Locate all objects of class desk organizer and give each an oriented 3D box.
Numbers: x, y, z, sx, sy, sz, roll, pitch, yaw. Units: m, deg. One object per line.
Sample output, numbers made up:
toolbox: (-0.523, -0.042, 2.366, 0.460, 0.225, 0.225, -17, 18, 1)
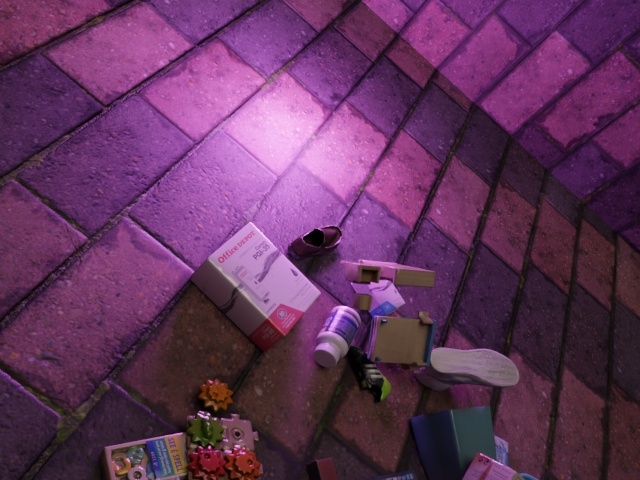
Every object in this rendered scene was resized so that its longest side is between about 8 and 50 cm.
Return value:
desk organizer: (0.014, 0.598, 1.492, 0.050, 0.047, 0.130, 4, 57, -38)

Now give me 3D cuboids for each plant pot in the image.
plant pot: (0.381, 0.593, 1.703, 0.165, 0.165, 0.235, 6, 66, -35)

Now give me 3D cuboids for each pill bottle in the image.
pill bottle: (0.043, 0.270, 1.722, 0.094, 0.094, 0.169, 40, 43, -7)

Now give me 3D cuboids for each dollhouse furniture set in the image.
dollhouse furniture set: (0.160, 0.217, 1.775, 0.286, 0.198, 0.304, 6, 91, -29)

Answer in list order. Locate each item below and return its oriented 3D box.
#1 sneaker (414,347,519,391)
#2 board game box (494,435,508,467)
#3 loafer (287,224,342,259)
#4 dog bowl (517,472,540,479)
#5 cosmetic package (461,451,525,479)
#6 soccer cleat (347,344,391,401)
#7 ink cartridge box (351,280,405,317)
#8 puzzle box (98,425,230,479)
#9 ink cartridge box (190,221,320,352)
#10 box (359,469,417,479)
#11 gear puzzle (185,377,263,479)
sneaker: (0.434, 0.398, 1.867, 0.292, 0.169, 0.108, 13, 59, -10)
board game box: (0.534, 0.643, 1.880, 0.090, 0.020, 0.090, 31, 45, -17)
loafer: (0.000, 0.000, 1.899, 0.220, 0.078, 0.080, -25, 76, -45)
dog bowl: (0.642, 0.789, 1.816, 0.297, 0.074, 0.166, 31, 45, -17)
cosmetic package: (0.399, 0.707, 1.532, 0.153, 0.129, 0.296, 47, 70, -31)
soccer cleat: (0.130, 0.374, 1.739, 0.179, 0.060, 0.072, 50, 44, 0)
ink cartridge box: (0.171, 0.151, 1.933, 0.104, 0.060, 0.180, -23, 75, -44)
puzzle box: (-0.261, 0.582, 1.227, 0.272, 0.052, 0.409, 1, 46, -38)
ink cartridge box: (-0.171, 0.121, 1.649, 0.283, 0.117, 0.207, 45, 43, -1)
box: (0.164, 0.684, 1.534, 0.232, 0.059, 0.184, 6, 57, -35)
gear puzzle: (-0.206, 0.445, 1.347, 0.175, 0.044, 0.339, 14, 40, -27)
